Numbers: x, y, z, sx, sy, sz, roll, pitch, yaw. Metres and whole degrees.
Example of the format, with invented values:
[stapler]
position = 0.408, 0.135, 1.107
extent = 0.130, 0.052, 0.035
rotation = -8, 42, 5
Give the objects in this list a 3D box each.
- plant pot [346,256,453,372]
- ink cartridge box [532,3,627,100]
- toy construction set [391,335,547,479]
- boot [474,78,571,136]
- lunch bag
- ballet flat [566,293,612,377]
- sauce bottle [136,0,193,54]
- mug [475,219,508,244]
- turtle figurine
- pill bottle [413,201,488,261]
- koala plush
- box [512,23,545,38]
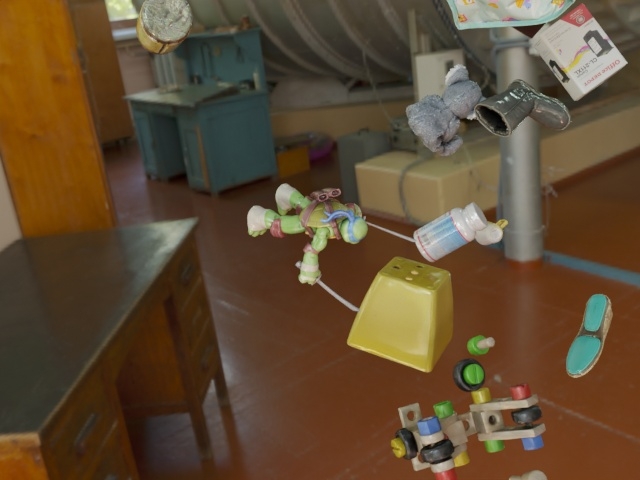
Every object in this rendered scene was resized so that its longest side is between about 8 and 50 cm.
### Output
[plant pot]
position = 0.210, 0.160, 1.729
extent = 0.212, 0.187, 0.212
rotation = 17, 23, 19
[ink cartridge box]
position = 0.601, -0.435, 1.670
extent = 0.127, 0.175, 0.072
rotation = -36, -3, 0
[toy construction set]
position = 0.280, 0.384, 1.344
extent = 0.257, 0.309, 0.237
rotation = -41, 1, -25
[boot]
position = 0.473, -0.291, 1.672
extent = 0.189, 0.076, 0.208
rotation = 34, 37, 14
[lunch bag]
position = 0.382, -0.522, 1.338
extent = 0.262, 0.160, 0.224
rotation = 7, 60, 41
[ballet flat]
position = 0.605, 0.220, 1.597
extent = 0.073, 0.067, 0.206
rotation = 10, 65, 46
[sauce bottle]
position = -0.361, -0.478, 1.622
extent = 0.111, 0.112, 0.344
rotation = -14, 12, -17
[mug]
position = 0.439, -0.026, 1.846
extent = 0.062, 0.078, 0.064
rotation = 21, -3, -11
[turtle figurine]
position = 0.000, 0.000, 1.460
extent = 0.266, 0.198, 0.274
rotation = 22, -7, 37
[pill bottle]
position = 0.305, -0.022, 1.683
extent = 0.160, 0.087, 0.087
rotation = -31, 10, 24
[koala plush]
position = 0.378, -0.382, 2.095
extent = 0.221, 0.196, 0.203
rotation = -36, -12, 24
[box]
position = 0.498, -0.760, 2.002
extent = 0.313, 0.179, 0.343
rotation = 53, 28, 19
